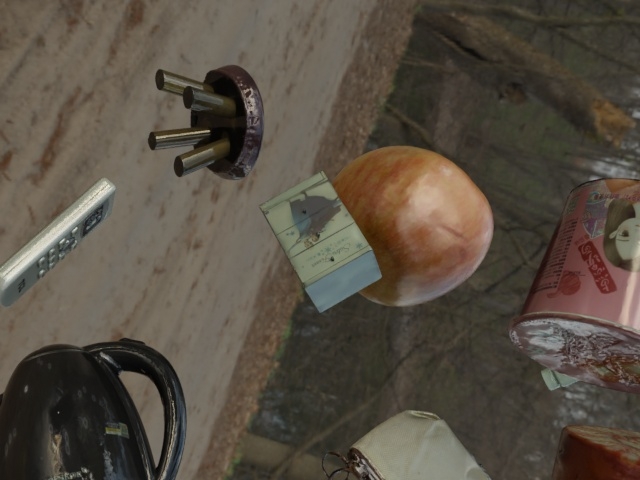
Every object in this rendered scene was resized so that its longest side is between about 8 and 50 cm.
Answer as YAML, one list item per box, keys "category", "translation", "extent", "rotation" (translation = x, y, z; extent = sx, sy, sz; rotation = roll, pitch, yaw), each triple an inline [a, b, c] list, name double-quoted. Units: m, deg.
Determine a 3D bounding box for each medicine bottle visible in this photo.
- category: "medicine bottle"
  translation: [0.457, 0.243, 1.409]
  extent: [0.047, 0.083, 0.047]
  rotation: [49, 23, -30]

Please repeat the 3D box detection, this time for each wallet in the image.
- category: "wallet"
  translation: [0.182, 0.400, 1.153]
  extent: [0.275, 0.335, 0.068]
  rotation: [-24, 159, -53]

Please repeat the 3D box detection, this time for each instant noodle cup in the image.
- category: "instant noodle cup"
  translation: [0.408, 0.062, 1.051]
  extent: [0.243, 0.243, 0.231]
  rotation: [79, 32, -64]

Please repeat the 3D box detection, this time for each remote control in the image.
- category: "remote control"
  translation: [-0.324, 0.004, 0.924]
  extent: [0.190, 0.029, 0.087]
  rotation: [-49, 179, -30]

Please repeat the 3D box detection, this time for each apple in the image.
- category: "apple"
  translation: [0.194, -0.032, 1.810]
  extent: [0.347, 0.391, 0.391]
  rotation: [-39, 152, -24]

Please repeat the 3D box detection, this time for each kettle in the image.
- category: "kettle"
  translation: [-0.315, 0.271, 1.043]
  extent: [0.207, 0.269, 0.290]
  rotation: [91, -17, -56]

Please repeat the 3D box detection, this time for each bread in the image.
- category: "bread"
  translation: [0.565, 0.411, 1.319]
  extent: [0.295, 0.328, 0.114]
  rotation: [13, -89, 63]

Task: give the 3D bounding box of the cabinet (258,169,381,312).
- category: "cabinet"
  translation: [0.000, 0.000, 1.486]
  extent: [0.145, 0.206, 0.150]
  rotation: [-30, 154, -1]

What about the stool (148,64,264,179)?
- category: "stool"
  translation: [-0.268, -0.273, 1.755]
  extent: [0.179, 0.272, 0.271]
  rotation: [-5, 114, -36]
